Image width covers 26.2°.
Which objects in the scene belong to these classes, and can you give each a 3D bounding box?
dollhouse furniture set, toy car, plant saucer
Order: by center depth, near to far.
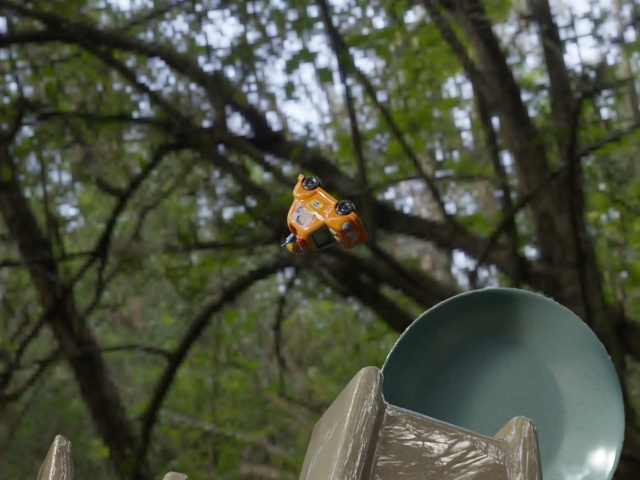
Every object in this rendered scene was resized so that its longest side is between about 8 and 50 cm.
[{"bbox_3d":[-0.005,0.180,0.592,0.262,0.135,0.259,19,-41,-12],"label":"dollhouse furniture set"},{"bbox_3d":[0.000,0.000,0.922,0.040,0.060,0.122,-45,-14,-12],"label":"toy car"},{"bbox_3d":[0.130,0.133,1.024,0.195,0.195,0.037,-6,-3,-10],"label":"plant saucer"}]
